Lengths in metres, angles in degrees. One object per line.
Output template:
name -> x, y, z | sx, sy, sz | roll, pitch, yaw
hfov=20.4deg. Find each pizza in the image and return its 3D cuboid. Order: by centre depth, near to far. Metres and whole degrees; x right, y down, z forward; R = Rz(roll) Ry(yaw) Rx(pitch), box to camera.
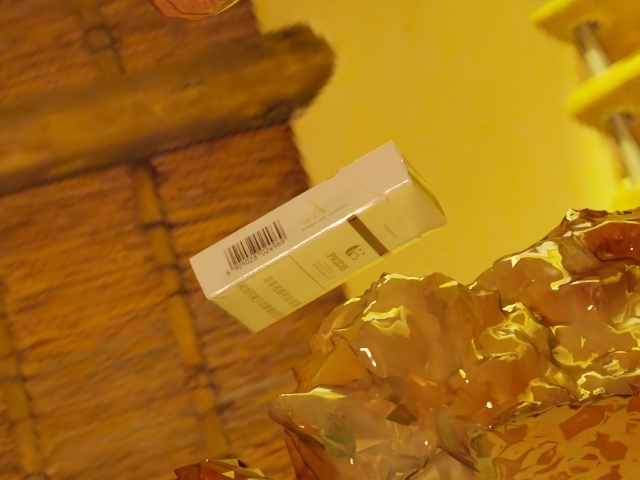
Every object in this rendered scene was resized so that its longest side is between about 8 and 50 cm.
pizza -> 0.070, 0.050, 0.397 | 0.229, 0.289, 0.081 | 18, -150, -43

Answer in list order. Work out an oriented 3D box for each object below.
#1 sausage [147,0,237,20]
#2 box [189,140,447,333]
sausage -> -0.034, -0.195, 0.943 | 0.086, 0.086, 0.289 | 50, -152, -12
box -> 0.000, 0.000, 1.161 | 0.040, 0.154, 0.084 | 64, -171, 29
